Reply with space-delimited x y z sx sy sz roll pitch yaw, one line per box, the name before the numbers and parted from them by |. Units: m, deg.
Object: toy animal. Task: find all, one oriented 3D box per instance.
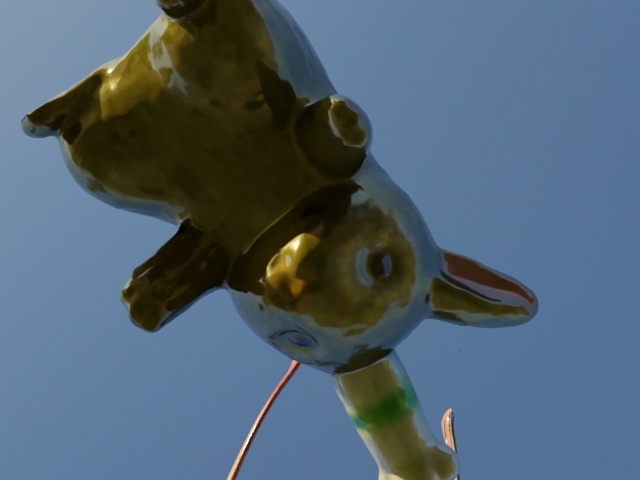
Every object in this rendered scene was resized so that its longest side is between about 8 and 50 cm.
toy animal | -0.011 -0.005 0.717 0.181 0.180 0.363 -42 -103 18

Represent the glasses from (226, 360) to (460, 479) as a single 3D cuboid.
glasses | 0.023 0.237 1.035 0.234 0.118 0.268 23 -112 -11
